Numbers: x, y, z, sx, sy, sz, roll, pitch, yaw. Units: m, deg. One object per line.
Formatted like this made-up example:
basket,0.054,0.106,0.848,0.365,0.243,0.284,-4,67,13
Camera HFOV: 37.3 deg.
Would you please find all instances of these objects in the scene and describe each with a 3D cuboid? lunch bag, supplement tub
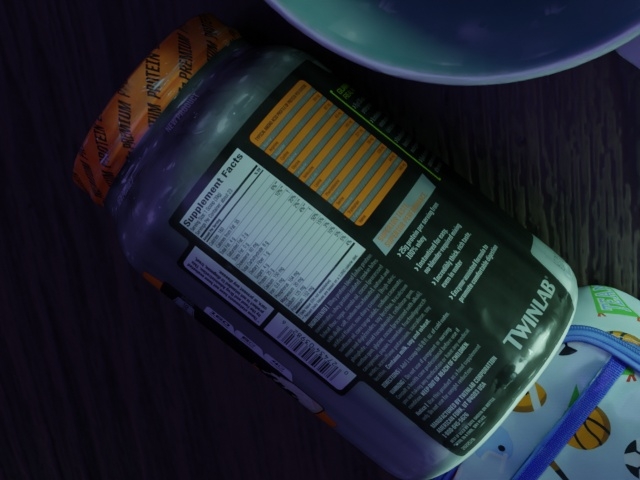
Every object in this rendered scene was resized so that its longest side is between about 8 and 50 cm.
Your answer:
lunch bag,0.200,0.196,0.730,0.243,0.115,0.303,32,120,5
supplement tub,0.000,0.000,0.658,0.316,0.193,0.193,39,121,-1

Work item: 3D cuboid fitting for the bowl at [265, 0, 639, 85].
bowl,0.089,-0.257,0.518,0.312,0.163,0.311,8,118,16

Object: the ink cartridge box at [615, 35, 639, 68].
ink cartridge box,0.319,-0.161,0.478,0.197,0.114,0.272,43,124,21
